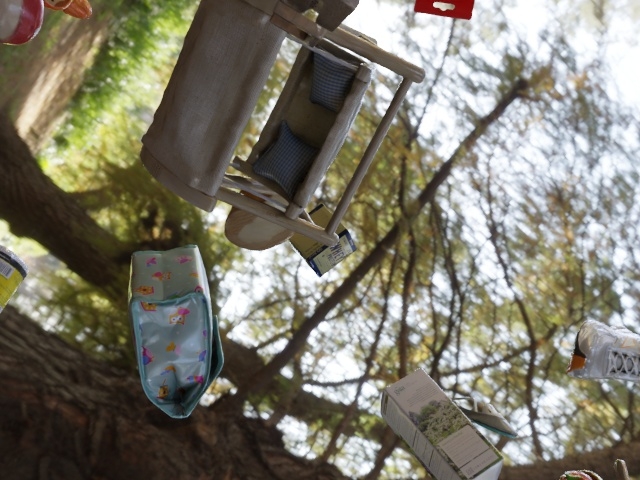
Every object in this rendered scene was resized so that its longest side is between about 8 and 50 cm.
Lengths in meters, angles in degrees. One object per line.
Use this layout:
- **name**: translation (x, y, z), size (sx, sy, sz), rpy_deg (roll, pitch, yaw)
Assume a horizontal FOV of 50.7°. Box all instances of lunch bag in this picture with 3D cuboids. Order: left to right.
- **lunch bag**: translation (-0.271, 0.171, 1.273), size (0.223, 0.160, 0.262), rpy_deg (-121, -154, -64)

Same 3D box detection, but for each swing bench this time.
- **swing bench**: translation (-0.058, -0.161, 0.833), size (0.253, 0.255, 0.165), rpy_deg (-63, -150, 20)

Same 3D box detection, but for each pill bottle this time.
- **pill bottle**: translation (-0.666, 0.111, 1.290), size (0.119, 0.119, 0.208), rpy_deg (-27, -147, 52)

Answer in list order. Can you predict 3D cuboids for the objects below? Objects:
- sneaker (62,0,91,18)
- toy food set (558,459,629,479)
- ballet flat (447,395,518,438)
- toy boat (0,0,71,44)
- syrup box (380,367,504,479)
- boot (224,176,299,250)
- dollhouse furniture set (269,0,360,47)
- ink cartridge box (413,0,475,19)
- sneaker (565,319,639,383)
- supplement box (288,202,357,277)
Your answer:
- **sneaker**: translation (-0.577, -0.547, 1.471), size (0.064, 0.175, 0.067), rpy_deg (-47, -148, 7)
- **toy food set**: translation (0.282, 0.335, 0.805), size (0.218, 0.071, 0.128), rpy_deg (113, -12, -53)
- **ballet flat**: translation (0.379, 0.418, 1.632), size (0.213, 0.072, 0.068), rpy_deg (5, -110, 42)
- **toy boat**: translation (-0.473, -0.414, 1.084), size (0.151, 0.151, 0.231), rpy_deg (-42, -127, 38)
- **syrup box**: translation (0.219, 0.362, 1.262), size (0.093, 0.096, 0.237), rpy_deg (-24, -132, -24)
- **boot**: translation (-0.053, -0.126, 1.081), size (0.295, 0.104, 0.211), rpy_deg (-45, -154, 49)
- **dollhouse furniture set**: translation (-0.099, -0.303, 0.426), size (0.173, 0.356, 0.303), rpy_deg (-61, -170, 4)
- **ink cartridge box**: translation (0.276, -0.590, 1.406), size (0.078, 0.134, 0.230), rpy_deg (-42, 142, -79)
- **sneaker**: translation (0.516, 0.198, 1.146), size (0.121, 0.263, 0.099), rpy_deg (21, -76, 43)
- **supplement box**: translation (0.000, 0.000, 1.125), size (0.083, 0.056, 0.083), rpy_deg (-37, -127, -7)
